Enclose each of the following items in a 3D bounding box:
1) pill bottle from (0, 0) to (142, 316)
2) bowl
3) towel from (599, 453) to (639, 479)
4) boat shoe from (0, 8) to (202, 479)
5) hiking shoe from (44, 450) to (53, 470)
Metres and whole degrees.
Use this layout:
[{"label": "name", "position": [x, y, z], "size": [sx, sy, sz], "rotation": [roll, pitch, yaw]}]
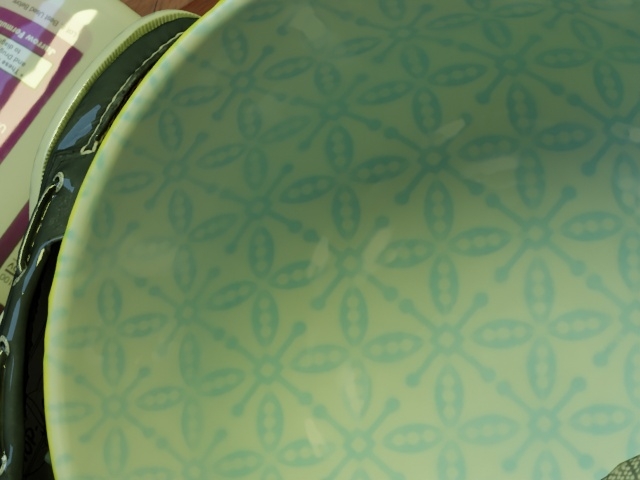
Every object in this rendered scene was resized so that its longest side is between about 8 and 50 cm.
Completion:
[{"label": "pill bottle", "position": [-0.211, -0.010, 0.911], "size": [0.302, 0.169, 0.169], "rotation": [-56, 32, -12]}, {"label": "bowl", "position": [0.069, 0.044, 0.493], "size": [0.289, 0.289, 0.156], "rotation": [-42, -11, 12]}, {"label": "towel", "position": [0.239, 0.108, 0.253], "size": [0.312, 0.056, 0.324], "rotation": [-38, 59, 15]}, {"label": "boat shoe", "position": [-0.110, 0.023, 0.794], "size": [0.113, 0.127, 0.340], "rotation": [5, 62, 52]}, {"label": "hiking shoe", "position": [-0.015, 0.063, 0.648], "size": [0.132, 0.113, 0.304], "rotation": [9, 49, 15]}]
